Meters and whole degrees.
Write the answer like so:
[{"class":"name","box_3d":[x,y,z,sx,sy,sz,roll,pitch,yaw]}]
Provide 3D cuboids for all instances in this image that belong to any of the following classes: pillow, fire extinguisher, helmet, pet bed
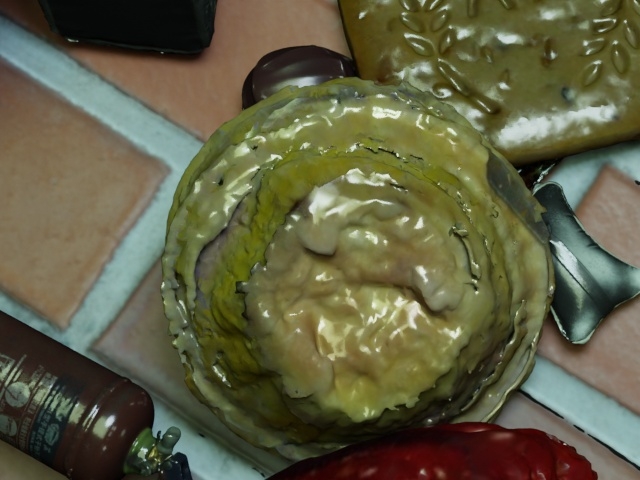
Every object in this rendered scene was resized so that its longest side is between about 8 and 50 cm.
[{"class":"pillow","box_3d":[0.214,0.018,1.550,0.091,0.055,0.135,-33,74,-37]},{"class":"fire extinguisher","box_3d":[-0.241,0.158,1.541,0.344,0.102,0.138,28,111,12]},{"class":"helmet","box_3d":[-0.015,-0.138,1.608,0.123,0.070,0.098,-14,73,3]},{"class":"pet bed","box_3d":[-0.175,-0.290,1.598,0.183,0.211,0.159,6,65,9]}]

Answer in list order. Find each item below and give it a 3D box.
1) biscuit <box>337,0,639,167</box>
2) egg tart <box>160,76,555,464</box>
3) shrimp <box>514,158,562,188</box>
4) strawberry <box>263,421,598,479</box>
[{"class":"biscuit","box_3d":[0.186,-0.230,1.610,0.359,0.046,0.359,-2,66,5]},{"class":"egg tart","box_3d":[0.033,0.037,1.463,0.352,0.150,0.351,0,99,-3]},{"class":"shrimp","box_3d":[0.151,-0.068,1.590,0.161,0.034,0.091,-28,72,-2]},{"class":"strawberry","box_3d":[0.063,0.299,1.401,0.345,0.295,0.317,2,91,40]}]
